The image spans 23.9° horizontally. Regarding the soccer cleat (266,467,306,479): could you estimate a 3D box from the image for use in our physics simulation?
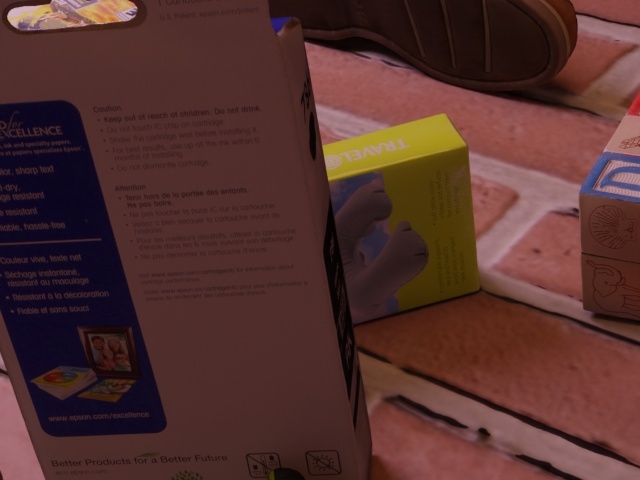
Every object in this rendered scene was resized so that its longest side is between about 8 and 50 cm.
[{"bbox_3d":[0.016,0.173,0.682,0.072,0.060,0.179,-8,40,-14],"label":"soccer cleat"}]

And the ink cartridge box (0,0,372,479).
[{"bbox_3d":[-0.076,0.002,0.699,0.165,0.332,0.065,-2,39,9],"label":"ink cartridge box"}]

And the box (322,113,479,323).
[{"bbox_3d":[0.000,0.000,0.879,0.178,0.109,0.042,-15,37,-8],"label":"box"}]

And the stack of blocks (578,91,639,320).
[{"bbox_3d":[0.285,-0.061,0.916,0.171,0.087,0.297,11,39,26],"label":"stack of blocks"}]

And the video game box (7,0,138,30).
[{"bbox_3d":[-0.253,-0.169,1.235,0.187,0.048,0.205,-28,39,-22],"label":"video game box"}]

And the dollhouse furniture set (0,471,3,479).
[{"bbox_3d":[-0.251,0.132,0.667,0.212,0.161,0.242,-28,52,-26],"label":"dollhouse furniture set"}]

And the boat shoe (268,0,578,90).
[{"bbox_3d":[0.078,-0.200,1.143,0.307,0.110,0.104,23,47,38],"label":"boat shoe"}]
